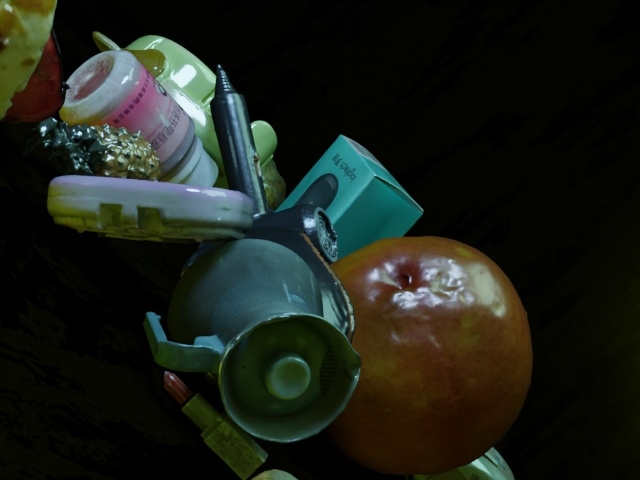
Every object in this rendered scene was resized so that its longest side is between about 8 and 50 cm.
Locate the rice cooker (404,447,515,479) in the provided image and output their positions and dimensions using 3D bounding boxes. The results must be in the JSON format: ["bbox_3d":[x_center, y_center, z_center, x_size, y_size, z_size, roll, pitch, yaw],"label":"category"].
[{"bbox_3d":[0.234,0.392,1.754,0.206,0.145,0.127,48,21,-5],"label":"rice cooker"}]

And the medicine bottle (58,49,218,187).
[{"bbox_3d":[-0.263,-0.158,1.599,0.247,0.147,0.147,47,5,-37],"label":"medicine bottle"}]

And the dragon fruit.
[{"bbox_3d":[-0.378,-0.212,1.136,0.224,0.148,0.218,41,-33,41],"label":"dragon fruit"}]

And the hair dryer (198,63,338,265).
[{"bbox_3d":[-0.099,-0.106,1.597,0.107,0.189,0.352,16,60,-70],"label":"hair dryer"}]

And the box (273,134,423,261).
[{"bbox_3d":[0.000,0.000,1.755,0.118,0.311,0.205,37,10,-25],"label":"box"}]

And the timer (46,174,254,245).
[{"bbox_3d":[-0.182,-0.031,1.172,0.209,0.069,0.191,6,-1,6],"label":"timer"}]

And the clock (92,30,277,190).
[{"bbox_3d":[-0.246,-0.215,1.808,0.348,0.117,0.286,44,-20,-4],"label":"clock"}]

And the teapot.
[{"bbox_3d":[-0.074,0.099,1.093,0.203,0.171,0.225,6,12,-18],"label":"teapot"}]

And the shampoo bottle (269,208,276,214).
[{"bbox_3d":[-0.072,0.013,2.063,0.078,0.134,0.359,49,4,20],"label":"shampoo bottle"}]

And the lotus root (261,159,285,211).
[{"bbox_3d":[-0.151,-0.098,2.116,0.275,0.160,0.152,-26,99,-84],"label":"lotus root"}]

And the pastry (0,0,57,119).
[{"bbox_3d":[-0.346,-0.223,0.904,0.170,0.237,0.256,14,32,-51],"label":"pastry"}]

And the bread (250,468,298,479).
[{"bbox_3d":[0.006,0.293,0.907,0.236,0.070,0.236,47,5,-5],"label":"bread"}]

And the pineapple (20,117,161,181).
[{"bbox_3d":[-0.280,-0.105,1.305,0.108,0.108,0.198,52,12,30],"label":"pineapple"}]

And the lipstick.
[{"bbox_3d":[-0.108,0.175,1.046,0.129,0.030,0.030,45,5,2],"label":"lipstick"}]

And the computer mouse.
[{"bbox_3d":[-0.071,0.065,1.374,0.323,0.183,0.116,-127,-157,-54],"label":"computer mouse"}]

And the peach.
[{"bbox_3d":[0.121,0.151,1.498,0.343,0.343,0.301,52,-19,32],"label":"peach"}]
